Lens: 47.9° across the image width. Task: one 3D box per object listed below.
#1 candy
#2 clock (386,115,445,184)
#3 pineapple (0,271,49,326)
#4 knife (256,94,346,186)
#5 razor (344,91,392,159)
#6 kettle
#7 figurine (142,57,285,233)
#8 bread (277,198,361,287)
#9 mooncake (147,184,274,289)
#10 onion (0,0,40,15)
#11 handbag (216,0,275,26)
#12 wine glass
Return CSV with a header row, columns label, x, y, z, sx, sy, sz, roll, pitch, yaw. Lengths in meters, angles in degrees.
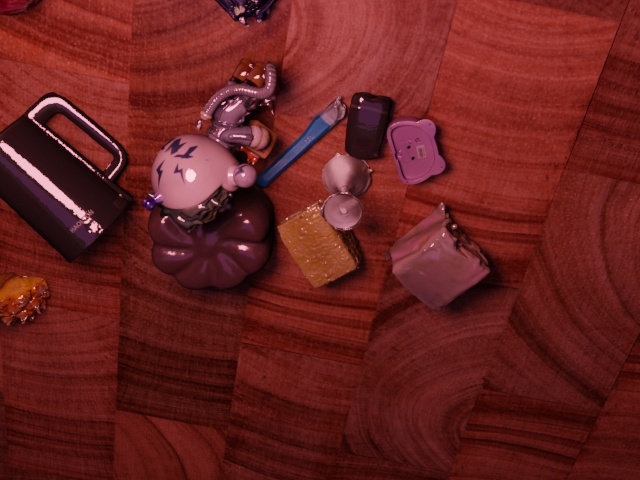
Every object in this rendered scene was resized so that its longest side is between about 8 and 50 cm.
label,x,y,z,sx,sy,sz,roll,pitch,yaw
candy,0.273,0.043,1.694,0.195,0.137,0.185,-39,109,26
clock,0.213,-0.208,1.604,0.110,0.050,0.152,-14,118,13
pineapple,-0.831,0.185,1.871,0.250,0.164,0.139,-4,127,4
knife,-0.046,-0.220,1.639,0.044,0.026,0.296,44,117,-15
razor,0.102,-0.251,1.589,0.090,0.054,0.148,12,119,3
kettle,-0.597,-0.139,1.640,0.262,0.203,0.308,-38,107,25
figurine,-0.218,-0.194,1.518,0.186,0.261,0.381,39,81,-31
bread,0.000,0.000,1.714,0.138,0.102,0.196,-29,110,17
mooncake,-0.259,-0.016,1.704,0.306,0.154,0.306,2,117,3
onion,-0.612,-0.544,1.424,0.208,0.200,0.200,-15,117,7
handbag,-0.180,-0.551,1.414,0.260,0.113,0.162,39,123,-24
wine glass,0.052,-0.106,1.603,0.122,0.183,0.122,3,120,6
